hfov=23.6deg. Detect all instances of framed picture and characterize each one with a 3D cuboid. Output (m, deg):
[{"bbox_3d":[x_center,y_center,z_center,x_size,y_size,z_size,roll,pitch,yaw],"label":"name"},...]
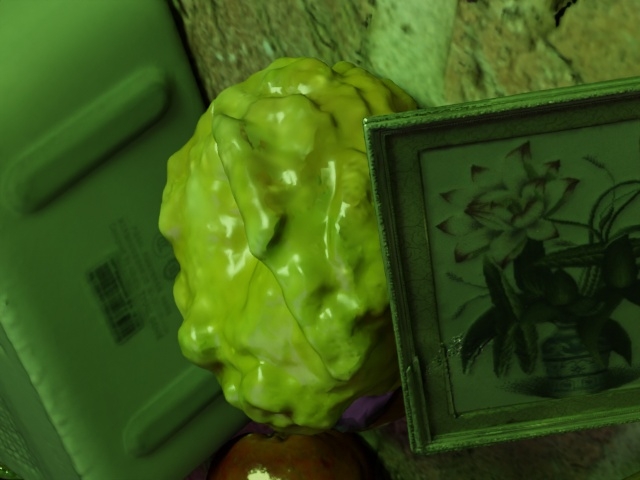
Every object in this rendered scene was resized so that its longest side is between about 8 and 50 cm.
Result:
[{"bbox_3d":[0.114,0.017,0.710,0.231,0.173,0.010,77,-175,-45],"label":"framed picture"}]

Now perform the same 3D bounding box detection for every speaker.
[{"bbox_3d":[-0.172,0.000,1.022,0.183,0.184,0.406,24,145,38],"label":"speaker"}]

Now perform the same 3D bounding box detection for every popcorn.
[{"bbox_3d":[0.003,0.000,0.811,0.197,0.155,0.197,25,122,48],"label":"popcorn"}]

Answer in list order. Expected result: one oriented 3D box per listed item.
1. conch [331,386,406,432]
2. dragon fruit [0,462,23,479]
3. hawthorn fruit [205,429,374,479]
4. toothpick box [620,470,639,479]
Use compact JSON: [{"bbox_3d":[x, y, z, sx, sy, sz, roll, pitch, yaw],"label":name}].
[{"bbox_3d":[0.021,0.081,0.971,0.232,0.080,0.086,2,137,52],"label":"conch"},{"bbox_3d":[-0.283,0.163,1.342,0.299,0.244,0.244,41,156,44],"label":"dragon fruit"},{"bbox_3d":[-0.018,0.192,1.117,0.125,0.125,0.140,-4,124,56],"label":"hawthorn fruit"},{"bbox_3d":[0.208,0.189,0.734,0.187,0.190,0.308,44,152,2],"label":"toothpick box"}]
